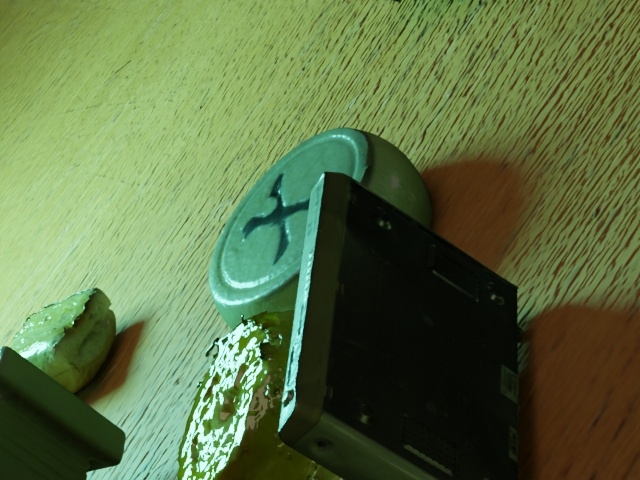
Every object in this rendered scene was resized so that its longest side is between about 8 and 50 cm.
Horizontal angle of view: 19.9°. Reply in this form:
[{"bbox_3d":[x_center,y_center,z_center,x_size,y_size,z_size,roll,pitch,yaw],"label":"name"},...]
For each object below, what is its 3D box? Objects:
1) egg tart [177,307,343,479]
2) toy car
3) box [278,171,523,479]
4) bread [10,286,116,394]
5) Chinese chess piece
[{"bbox_3d":[-0.035,0.151,1.435,0.295,0.116,0.295,-49,28,37],"label":"egg tart"},{"bbox_3d":[-0.373,0.256,1.741,0.336,0.242,0.226,-17,42,46],"label":"toy car"},{"bbox_3d":[0.068,0.085,1.318,0.045,0.211,0.270,-44,22,33],"label":"box"},{"bbox_3d":[-0.279,0.120,1.976,0.106,0.082,0.125,-16,29,33],"label":"bread"},{"bbox_3d":[0.000,0.000,1.682,0.238,0.092,0.238,-36,28,23],"label":"Chinese chess piece"}]
